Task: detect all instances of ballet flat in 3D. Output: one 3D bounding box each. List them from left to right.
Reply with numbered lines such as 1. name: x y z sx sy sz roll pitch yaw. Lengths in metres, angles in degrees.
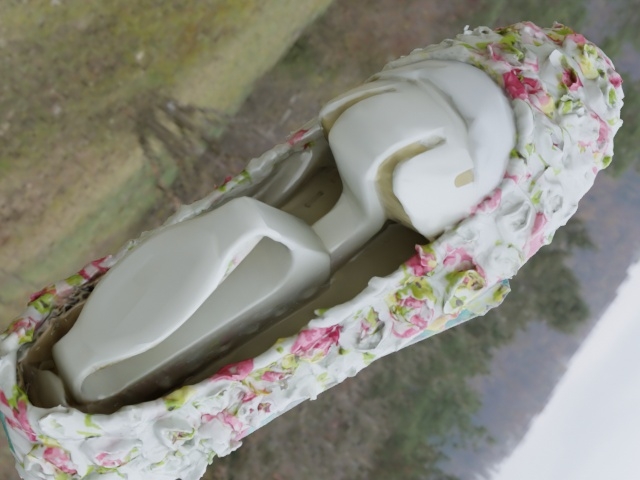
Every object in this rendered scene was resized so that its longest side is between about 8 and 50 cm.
1. ballet flat: 0.000 0.000 0.377 0.241 0.091 0.077 -38 153 -6
